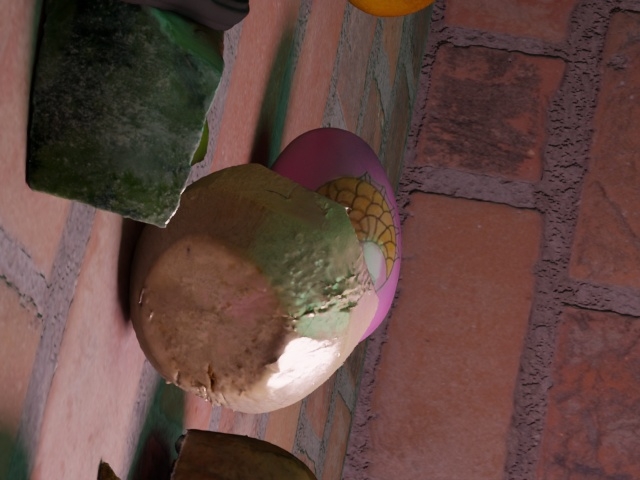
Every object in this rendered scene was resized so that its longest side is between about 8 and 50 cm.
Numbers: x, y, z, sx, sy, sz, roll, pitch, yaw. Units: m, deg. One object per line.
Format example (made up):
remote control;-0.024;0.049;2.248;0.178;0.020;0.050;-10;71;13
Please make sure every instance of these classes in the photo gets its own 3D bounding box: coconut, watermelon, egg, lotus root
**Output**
coconut;-0.059;0.043;1.658;0.230;0.227;0.227;-40;139;-66
watermelon;-0.137;-0.143;1.371;0.256;0.140;0.193;-78;-176;-74
egg;0.000;0.000;2.125;0.196;0.196;0.271;53;28;-78
lotus root;-0.094;0.339;1.844;0.272;0.192;0.272;-170;-90;-84

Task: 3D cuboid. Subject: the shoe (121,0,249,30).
shoe;-0.106;-0.222;1.235;0.093;0.108;0.241;-40;159;17

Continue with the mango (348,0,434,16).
mango;0.079;-0.433;2.252;0.317;0.173;0.211;73;31;-44

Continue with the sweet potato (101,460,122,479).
sweet potato;-0.189;0.271;1.667;0.041;0.038;0.153;51;-22;40

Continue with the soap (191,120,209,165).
soap;-0.130;-0.123;1.637;0.168;0.033;0.089;86;18;-57
